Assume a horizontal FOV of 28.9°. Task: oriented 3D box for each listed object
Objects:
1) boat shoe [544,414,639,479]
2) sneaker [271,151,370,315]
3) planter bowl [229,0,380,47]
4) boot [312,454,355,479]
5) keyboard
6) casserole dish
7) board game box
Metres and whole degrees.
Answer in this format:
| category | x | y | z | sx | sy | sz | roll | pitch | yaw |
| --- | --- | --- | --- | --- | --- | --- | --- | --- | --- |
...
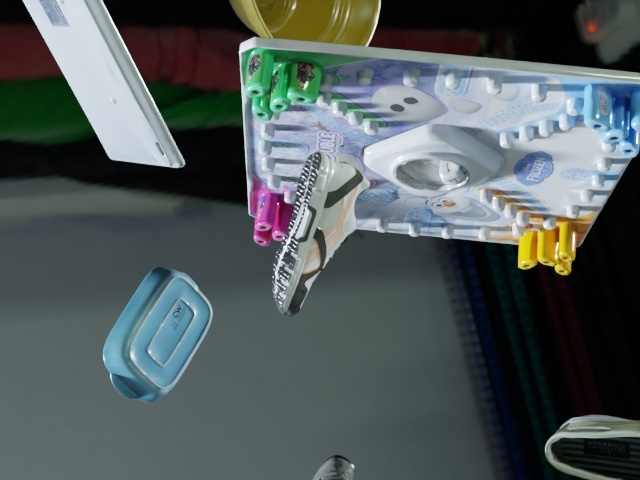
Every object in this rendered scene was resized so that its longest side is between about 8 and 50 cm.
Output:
| category | x | y | z | sx | sy | sz | roll | pitch | yaw |
| --- | --- | --- | --- | --- | --- | --- | --- | --- | --- |
| boat shoe | 0.408 | 0.259 | 1.437 | 0.302 | 0.109 | 0.094 | -3 | 4 | 34 |
| sneaker | 0.000 | 0.000 | 0.795 | 0.044 | 0.109 | 0.040 | 14 | 14 | -22 |
| planter bowl | -0.037 | -0.279 | 1.306 | 0.090 | 0.217 | 0.217 | -1 | -3 | 40 |
| boot | -0.041 | 0.380 | 1.529 | 0.246 | 0.083 | 0.161 | -45 | 4 | 4 |
| keyboard | -0.161 | -0.147 | 0.777 | 0.072 | 0.256 | 0.014 | 14 | 51 | 40 |
| casserole dish | -0.199 | 0.117 | 1.575 | 0.037 | 0.188 | 0.114 | -10 | -49 | 43 |
| board game box | 0.114 | -0.069 | 1.277 | 0.390 | 0.050 | 0.390 | 5 | -22 | 0 |
